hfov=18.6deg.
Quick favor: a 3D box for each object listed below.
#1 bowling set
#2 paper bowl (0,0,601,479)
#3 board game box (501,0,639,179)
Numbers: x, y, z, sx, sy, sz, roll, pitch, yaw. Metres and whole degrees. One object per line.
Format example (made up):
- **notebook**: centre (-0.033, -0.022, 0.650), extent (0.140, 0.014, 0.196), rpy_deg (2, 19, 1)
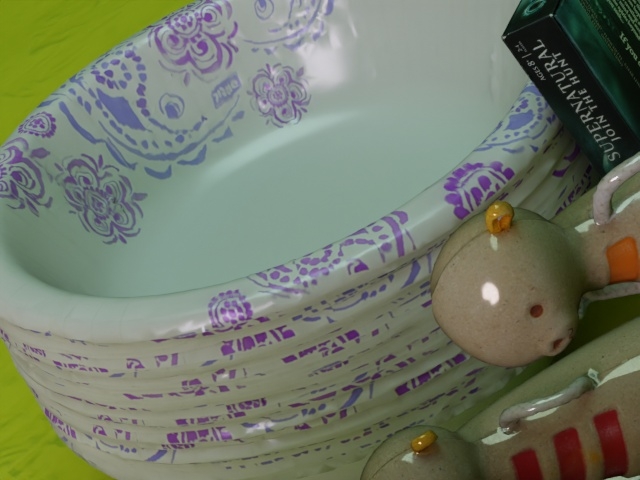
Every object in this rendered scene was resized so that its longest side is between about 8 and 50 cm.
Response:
- **bowling set**: centre (0.110, 0.109, 0.581), extent (0.154, 0.287, 0.200), rpy_deg (-22, 58, -9)
- **paper bowl**: centre (0.000, 0.000, 0.860), extent (0.284, 0.148, 0.284), rpy_deg (-18, 30, 11)
- **board game box**: centre (0.149, -0.048, 0.791), extent (0.026, 0.186, 0.126), rpy_deg (-21, 26, 37)
